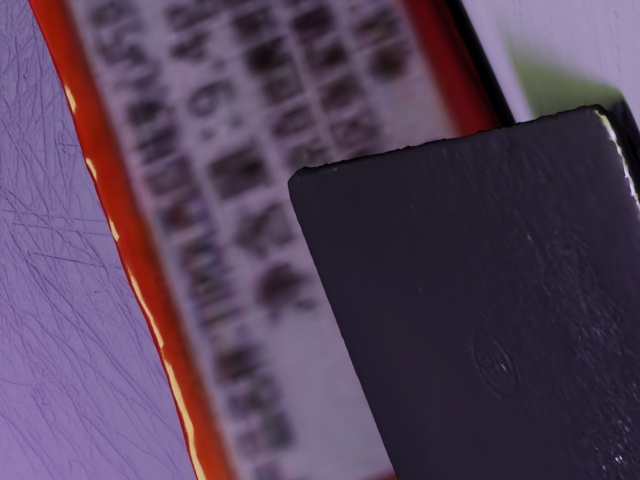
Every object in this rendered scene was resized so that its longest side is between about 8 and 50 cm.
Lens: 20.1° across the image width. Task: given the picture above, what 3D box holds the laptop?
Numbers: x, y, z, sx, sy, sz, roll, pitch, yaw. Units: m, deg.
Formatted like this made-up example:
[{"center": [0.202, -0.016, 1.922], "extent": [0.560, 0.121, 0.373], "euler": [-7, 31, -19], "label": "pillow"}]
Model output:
[{"center": [0.054, 0.033, 0.497], "extent": [0.197, 0.016, 0.135], "euler": [-5, 108, 66], "label": "laptop"}]

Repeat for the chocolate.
[{"center": [0.000, 0.000, 0.795], "extent": [0.341, 0.161, 0.360], "euler": [76, 173, -73], "label": "chocolate"}]
